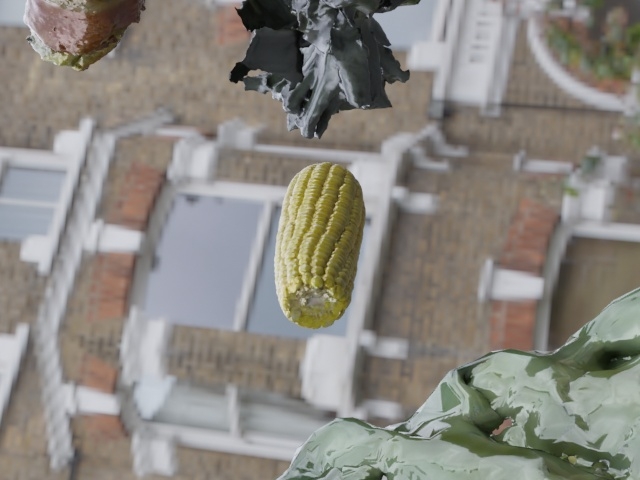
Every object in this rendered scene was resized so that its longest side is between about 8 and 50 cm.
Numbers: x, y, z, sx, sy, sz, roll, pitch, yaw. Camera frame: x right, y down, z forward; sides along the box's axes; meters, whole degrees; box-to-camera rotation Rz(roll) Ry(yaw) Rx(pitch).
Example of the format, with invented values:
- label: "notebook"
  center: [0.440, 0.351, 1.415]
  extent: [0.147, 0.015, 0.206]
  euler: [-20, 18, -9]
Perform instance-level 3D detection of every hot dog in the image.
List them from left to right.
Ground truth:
- label: "hot dog"
  center: [-0.199, -0.242, 1.344]
  extent: [0.213, 0.103, 0.146]
  euler: [102, -167, -59]

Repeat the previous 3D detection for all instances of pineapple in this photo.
- label: "pineapple"
  center: [0.008, -0.144, 0.749]
  extent: [0.251, 0.125, 0.125]
  euler: [97, -172, -57]

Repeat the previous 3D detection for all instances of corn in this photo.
- label: "corn"
  center: [0.000, 0.000, 1.145]
  extent: [0.206, 0.067, 0.067]
  euler: [-85, -8, -63]

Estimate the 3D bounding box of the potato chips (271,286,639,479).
- label: "potato chips"
  center: [0.108, 0.148, 0.371]
  extent: [0.097, 0.373, 0.389]
  euler: [85, 159, -44]
